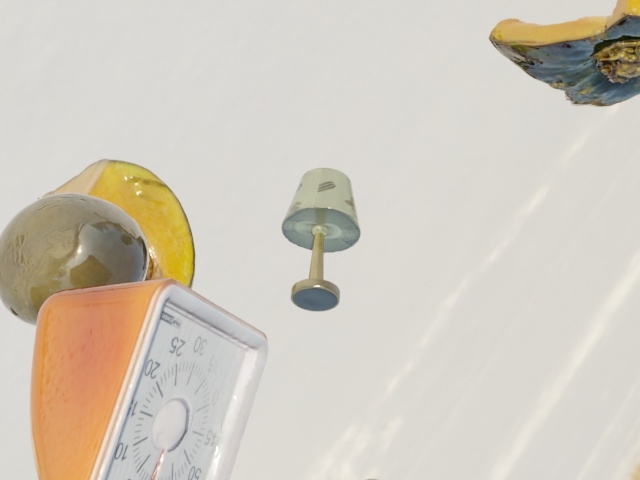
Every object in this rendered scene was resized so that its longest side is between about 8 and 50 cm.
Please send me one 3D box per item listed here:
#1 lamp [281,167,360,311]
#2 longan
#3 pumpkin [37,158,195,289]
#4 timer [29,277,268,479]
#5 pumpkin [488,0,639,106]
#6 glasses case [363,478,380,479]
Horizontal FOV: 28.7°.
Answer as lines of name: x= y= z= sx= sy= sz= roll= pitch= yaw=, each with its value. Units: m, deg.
lamp: x=0.000 y=0.000 z=1.866 sx=0.121 sy=0.121 sz=0.214 roll=92 pitch=1 yaw=-56
longan: x=-0.300 y=0.024 z=1.513 sx=0.189 sy=0.189 sz=0.189 roll=-50 pitch=160 yaw=-26
pumpkin: x=-0.344 y=0.027 z=2.082 sx=0.256 sy=0.303 sz=0.225 roll=-37 pitch=-168 yaw=-36
timer: x=-0.179 y=0.190 z=1.278 sx=0.257 sy=0.161 sz=0.249 roll=40 pitch=49 yaw=-61
pumpkin: x=0.405 y=-0.255 z=1.609 sx=0.258 sy=0.290 sz=0.095 roll=17 pitch=62 yaw=-52
glasses case: x=0.152 y=0.564 z=2.362 sx=0.103 sy=0.266 sz=0.067 roll=-43 pitch=-175 yaw=-4
